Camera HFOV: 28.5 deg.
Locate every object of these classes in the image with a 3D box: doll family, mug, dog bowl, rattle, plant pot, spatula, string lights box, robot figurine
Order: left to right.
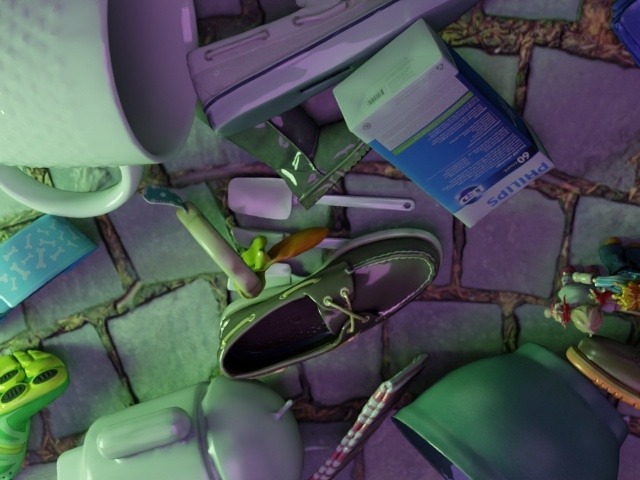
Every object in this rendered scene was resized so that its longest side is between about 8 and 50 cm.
[{"bbox_3d":[-0.422,0.066,1.623,0.297,0.166,0.074,-36,94,18],"label":"dog bowl"},{"bbox_3d":[-0.329,-0.181,1.462,0.328,0.276,0.374,-1,130,15],"label":"mug"},{"bbox_3d":[-0.172,0.298,1.670,0.353,0.199,0.300,-21,149,13],"label":"robot figurine"},{"bbox_3d":[-0.114,-0.035,1.580,0.143,0.130,0.199,-43,77,14],"label":"rattle"},{"bbox_3d":[0.000,0.000,1.630,0.242,0.019,0.168,4,112,3],"label":"spatula"},{"bbox_3d":[0.148,-0.129,1.465,0.133,0.076,0.260,-37,137,18],"label":"string lights box"},{"bbox_3d":[0.262,0.255,1.593,0.196,0.293,0.293,-45,104,-7],"label":"plant pot"},{"bbox_3d":[0.406,0.045,1.533,0.263,0.163,0.118,0,112,5],"label":"doll family"}]

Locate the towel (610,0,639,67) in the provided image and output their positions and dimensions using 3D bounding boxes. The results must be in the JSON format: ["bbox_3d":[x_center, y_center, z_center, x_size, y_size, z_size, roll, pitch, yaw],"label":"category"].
[{"bbox_3d":[0.536,-0.267,1.461,0.336,0.040,0.243,-35,106,17],"label":"towel"}]

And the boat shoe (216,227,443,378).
[{"bbox_3d":[0.010,0.087,1.611,0.324,0.096,0.116,-23,115,17],"label":"boat shoe"}]

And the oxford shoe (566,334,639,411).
[{"bbox_3d":[0.483,0.167,1.533,0.364,0.130,0.132,19,100,2],"label":"oxford shoe"}]

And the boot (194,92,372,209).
[{"bbox_3d":[-0.034,-0.163,1.544,0.189,0.076,0.208,-44,92,8],"label":"boot"}]

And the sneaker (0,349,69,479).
[{"bbox_3d":[-0.448,0.259,1.745,0.295,0.109,0.123,-39,127,17],"label":"sneaker"}]

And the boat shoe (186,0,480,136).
[{"bbox_3d":[0.010,-0.268,1.461,0.367,0.136,0.156,-27,84,6],"label":"boat shoe"}]

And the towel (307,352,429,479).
[{"bbox_3d":[0.061,0.235,1.658,0.029,0.144,0.197,39,112,11],"label":"towel"}]
